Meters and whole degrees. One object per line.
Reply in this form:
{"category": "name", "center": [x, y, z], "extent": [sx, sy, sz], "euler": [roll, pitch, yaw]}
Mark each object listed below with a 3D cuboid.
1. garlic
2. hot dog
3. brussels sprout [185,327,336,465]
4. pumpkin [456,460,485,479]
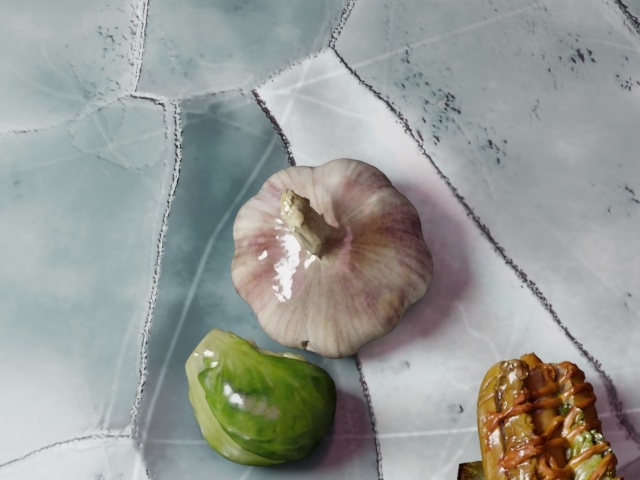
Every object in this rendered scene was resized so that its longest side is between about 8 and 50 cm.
{"category": "garlic", "center": [0.000, 0.000, 1.767], "extent": [0.245, 0.253, 0.245], "euler": [-3, 70, 8]}
{"category": "hot dog", "center": [0.267, 0.283, 1.698], "extent": [0.158, 0.117, 0.348], "euler": [5, 59, -15]}
{"category": "brussels sprout", "center": [-0.074, 0.186, 1.754], "extent": [0.183, 0.131, 0.145], "euler": [15, 65, 0]}
{"category": "pumpkin", "center": [0.205, 0.294, 1.769], "extent": [0.101, 0.035, 0.073], "euler": [8, 60, -2]}
